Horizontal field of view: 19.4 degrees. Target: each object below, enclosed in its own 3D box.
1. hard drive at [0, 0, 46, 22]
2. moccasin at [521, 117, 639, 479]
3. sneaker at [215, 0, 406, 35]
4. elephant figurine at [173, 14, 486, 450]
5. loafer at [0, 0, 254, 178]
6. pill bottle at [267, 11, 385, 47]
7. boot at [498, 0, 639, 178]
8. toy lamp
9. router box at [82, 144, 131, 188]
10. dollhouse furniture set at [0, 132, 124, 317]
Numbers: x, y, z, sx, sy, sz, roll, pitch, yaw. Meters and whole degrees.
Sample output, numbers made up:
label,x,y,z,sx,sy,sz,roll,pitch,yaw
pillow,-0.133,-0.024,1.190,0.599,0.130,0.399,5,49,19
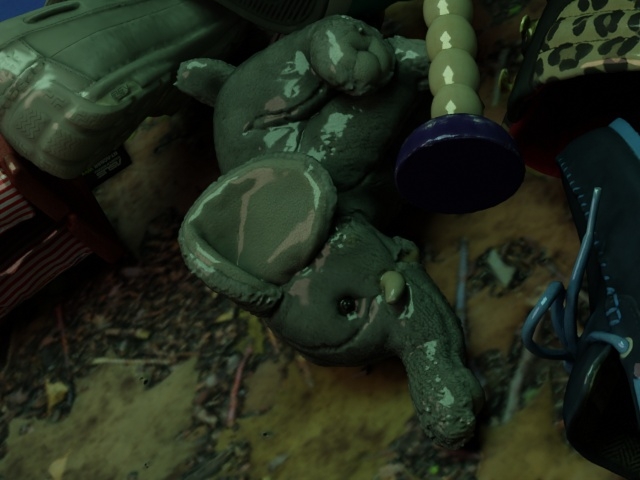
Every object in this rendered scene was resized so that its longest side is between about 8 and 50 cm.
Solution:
label,x,y,z,sx,sy,sz,roll,pitch,yaw
hard drive,-0.171,-0.223,1.503,0.318,0.040,0.210,-35,51,0
moccasin,0.166,0.068,0.923,0.116,0.138,0.342,-31,38,12
sneaker,-0.016,-0.233,1.254,0.178,0.124,0.295,-16,38,-34
elephant figurine,0.000,0.000,1.110,0.186,0.169,0.239,-27,47,58
loafer,-0.133,-0.138,1.270,0.112,0.111,0.319,-48,-2,24
pill bottle,-0.004,-0.123,1.290,0.067,0.067,0.120,-2,49,34
boot,0.168,-0.174,1.153,0.377,0.138,0.284,-9,56,50
toy lamp,0.074,-0.144,1.073,0.080,0.080,0.275,-16,53,22
router box,-0.209,-0.061,1.396,0.122,0.038,0.092,-34,40,2
dollhouse furniture set,-0.321,-0.082,1.324,0.201,0.152,0.374,-38,56,4
